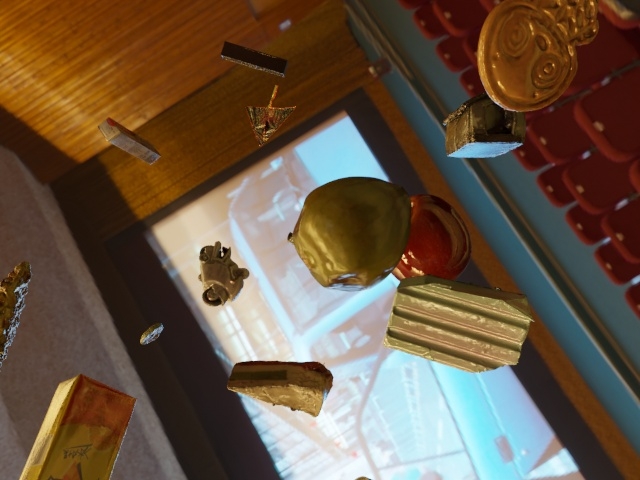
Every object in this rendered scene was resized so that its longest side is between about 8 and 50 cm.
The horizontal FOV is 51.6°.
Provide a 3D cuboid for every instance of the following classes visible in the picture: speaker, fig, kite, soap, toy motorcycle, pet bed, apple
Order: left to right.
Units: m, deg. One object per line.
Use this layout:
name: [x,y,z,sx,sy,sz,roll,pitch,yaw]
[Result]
toy motorcycle: [-0.321,0.115,2.209,0.110,0.170,0.260,105,159,-45]
speaker: [-0.192,-0.528,1.930,0.191,0.046,0.040,17,178,-1]
kite: [-0.132,-0.312,1.653,0.190,0.159,0.010,10,176,42]
fig: [0.078,-0.025,1.353,0.239,0.271,0.239,47,163,19]
apple: [0.246,0.006,1.572,0.201,0.218,0.218,49,-175,-28]
soap: [0.237,0.139,1.140,0.230,0.145,0.091,16,-163,12]
pet bed: [0.444,-0.320,1.790,0.211,0.183,0.159,143,126,-82]

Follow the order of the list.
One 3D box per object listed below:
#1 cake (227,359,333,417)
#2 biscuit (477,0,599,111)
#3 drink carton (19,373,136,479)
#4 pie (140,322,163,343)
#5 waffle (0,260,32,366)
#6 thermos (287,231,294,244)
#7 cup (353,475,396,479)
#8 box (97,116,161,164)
cake: [-0.079,0.296,1.426,0.220,0.117,0.086,23,-147,-3]
biscuit: [0.388,-0.359,1.143,0.202,0.289,0.044,40,180,-22]
drink carton: [-0.521,0.475,1.374,0.154,0.111,0.351,34,-131,-29]
pie: [-0.488,0.270,1.916,0.017,0.085,0.085,45,178,14]
waffle: [-0.670,0.176,1.412,0.058,0.238,0.243,17,-132,-15]
thermos: [-0.002,0.002,1.872,0.073,0.187,0.083,19,-97,-73]
cup: [0.155,0.655,1.641,0.142,0.174,0.134,28,180,-22]
box: [-0.472,-0.244,1.647,0.055,0.039,0.218,51,-176,15]
